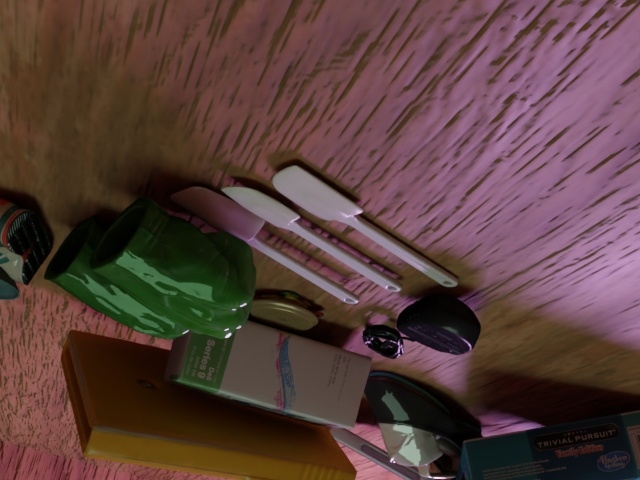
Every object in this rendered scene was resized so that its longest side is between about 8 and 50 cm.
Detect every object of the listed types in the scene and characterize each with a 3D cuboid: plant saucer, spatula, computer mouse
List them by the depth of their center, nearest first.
[{"bbox_3d":[0.000,0.000,0.931,0.168,0.019,0.242,-14,147,40],"label":"spatula"},{"bbox_3d":[0.101,0.091,1.076,0.071,0.041,0.242,28,162,-12],"label":"computer mouse"},{"bbox_3d":[-0.427,0.041,1.270,0.119,0.021,0.119,11,158,5],"label":"plant saucer"}]

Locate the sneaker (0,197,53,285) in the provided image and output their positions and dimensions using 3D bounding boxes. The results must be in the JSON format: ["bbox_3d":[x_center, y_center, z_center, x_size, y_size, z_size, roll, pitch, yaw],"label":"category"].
[{"bbox_3d":[-0.327,-0.007,1.064,0.075,0.057,0.161,30,160,4],"label":"sneaker"}]

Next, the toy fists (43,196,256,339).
[{"bbox_3d":[-0.153,0.032,0.977,0.142,0.096,0.279,37,157,-22],"label":"toy fists"}]

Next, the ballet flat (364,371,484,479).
[{"bbox_3d":[0.145,0.266,1.390,0.095,0.096,0.280,-5,152,39],"label":"ballet flat"}]

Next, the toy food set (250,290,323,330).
[{"bbox_3d":[-0.039,0.079,1.137,0.083,0.020,0.083,-2,153,33],"label":"toy food set"}]

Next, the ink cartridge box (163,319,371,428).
[{"bbox_3d":[-0.066,0.152,1.211,0.212,0.093,0.154,16,168,-13],"label":"ink cartridge box"}]

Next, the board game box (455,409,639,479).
[{"bbox_3d":[0.304,0.302,1.302,0.254,0.079,0.336,-10,157,1],"label":"board game box"}]

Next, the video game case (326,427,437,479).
[{"bbox_3d":[0.088,0.324,1.541,0.193,0.023,0.212,30,171,-1],"label":"video game case"}]

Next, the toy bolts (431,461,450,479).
[{"bbox_3d":[0.297,0.390,1.630,0.218,0.158,0.228,-32,136,3],"label":"toy bolts"}]

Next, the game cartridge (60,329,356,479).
[{"bbox_3d":[-0.147,0.213,1.274,0.324,0.052,0.285,17,-170,-23],"label":"game cartridge"}]

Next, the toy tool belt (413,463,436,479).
[{"bbox_3d":[0.196,0.404,1.763,0.051,0.052,0.083,5,159,43],"label":"toy tool belt"}]
